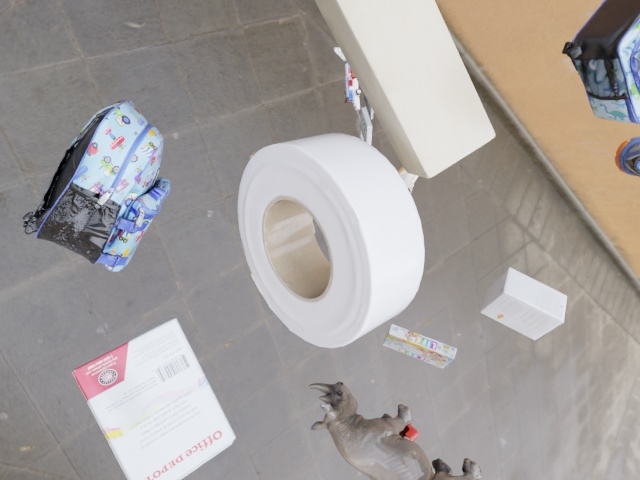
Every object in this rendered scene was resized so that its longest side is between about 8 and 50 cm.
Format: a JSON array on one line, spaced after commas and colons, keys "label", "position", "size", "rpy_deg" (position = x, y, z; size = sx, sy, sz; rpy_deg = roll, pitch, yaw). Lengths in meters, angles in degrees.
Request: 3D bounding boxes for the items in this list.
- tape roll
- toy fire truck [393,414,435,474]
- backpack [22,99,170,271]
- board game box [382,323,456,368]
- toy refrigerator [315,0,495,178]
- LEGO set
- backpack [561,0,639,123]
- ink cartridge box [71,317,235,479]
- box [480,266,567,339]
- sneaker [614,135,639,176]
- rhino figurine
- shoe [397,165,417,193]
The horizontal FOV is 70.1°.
[{"label": "tape roll", "position": [0.000, 0.000, 0.635], "size": [0.100, 0.286, 0.286], "rpy_deg": [-22, 112, -37]}, {"label": "toy fire truck", "position": [0.152, 0.364, 0.657], "size": [0.047, 0.192, 0.135], "rpy_deg": [-25, 141, -34]}, {"label": "backpack", "position": [-0.242, -0.073, 0.546], "size": [0.117, 0.158, 0.173], "rpy_deg": [30, 99, -19]}, {"label": "board game box", "position": [0.229, 0.250, 1.074], "size": [0.103, 0.154, 0.026], "rpy_deg": [90, 21, -62]}, {"label": "toy refrigerator", "position": [0.100, -0.221, 0.568], "size": [0.102, 0.094, 0.269], "rpy_deg": [-33, 106, -1]}, {"label": "LEGO set", "position": [0.068, -0.289, 0.980], "size": [0.060, 0.244, 0.182], "rpy_deg": [-5, 138, -3]}, {"label": "backpack", "position": [0.299, -0.168, 0.424], "size": [0.105, 0.084, 0.114], "rpy_deg": [-52, 130, -6]}, {"label": "ink cartridge box", "position": [-0.206, 0.204, 0.572], "size": [0.127, 0.072, 0.175], "rpy_deg": [-27, 94, -27]}, {"label": "box", "position": [0.551, 0.174, 1.244], "size": [0.170, 0.130, 0.091], "rpy_deg": [28, 55, 4]}, {"label": "sneaker", "position": [0.573, -0.114, 0.681], "size": [0.087, 0.221, 0.083], "rpy_deg": [-43, 128, -56]}, {"label": "rhino figurine", "position": [0.078, 0.263, 0.594], "size": [0.106, 0.243, 0.073], "rpy_deg": [-30, 146, -46]}, {"label": "shoe", "position": [0.179, -0.102, 1.082], "size": [0.219, 0.058, 0.076], "rpy_deg": [-48, 156, -21]}]
